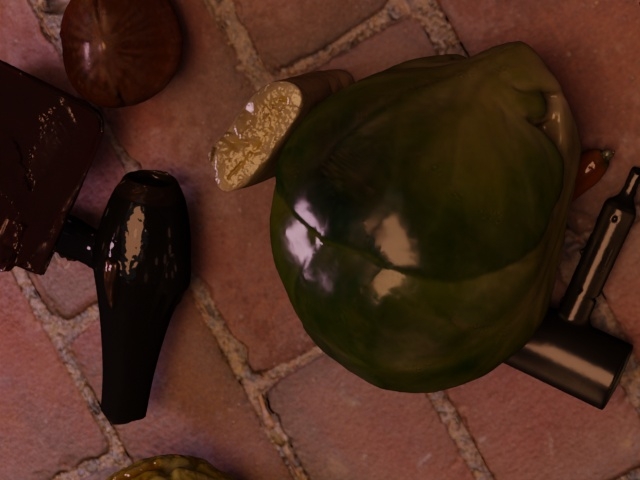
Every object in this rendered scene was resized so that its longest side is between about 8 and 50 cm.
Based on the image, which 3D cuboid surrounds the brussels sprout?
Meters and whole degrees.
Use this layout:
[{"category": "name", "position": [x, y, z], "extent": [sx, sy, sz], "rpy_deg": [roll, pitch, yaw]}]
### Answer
[{"category": "brussels sprout", "position": [0.107, -0.035, 1.553], "extent": [0.355, 0.281, 0.289], "rpy_deg": [-47, 50, -4]}]

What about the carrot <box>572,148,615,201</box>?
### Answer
[{"category": "carrot", "position": [0.253, -0.052, 1.631], "extent": [0.142, 0.035, 0.035], "rpy_deg": [-42, 85, 27]}]

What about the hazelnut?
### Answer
[{"category": "hazelnut", "position": [-0.229, -0.219, 1.713], "extent": [0.150, 0.150, 0.150], "rpy_deg": [4, 102, 20]}]

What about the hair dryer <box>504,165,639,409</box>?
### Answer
[{"category": "hair dryer", "position": [0.260, 0.027, 1.633], "extent": [0.195, 0.078, 0.248], "rpy_deg": [26, 99, 14]}]

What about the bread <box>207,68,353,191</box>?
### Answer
[{"category": "bread", "position": [-0.040, -0.122, 1.646], "extent": [0.060, 0.178, 0.139], "rpy_deg": [42, 109, 8]}]

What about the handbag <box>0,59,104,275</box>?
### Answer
[{"category": "handbag", "position": [-0.364, -0.085, 1.706], "extent": [0.203, 0.074, 0.216], "rpy_deg": [23, 86, -25]}]

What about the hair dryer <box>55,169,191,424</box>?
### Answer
[{"category": "hair dryer", "position": [-0.309, 0.026, 1.837], "extent": [0.359, 0.120, 0.304], "rpy_deg": [23, 117, 26]}]

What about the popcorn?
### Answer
[{"category": "popcorn", "position": [-0.164, 0.344, 1.783], "extent": [0.198, 0.198, 0.212], "rpy_deg": [-49, 64, 22]}]
